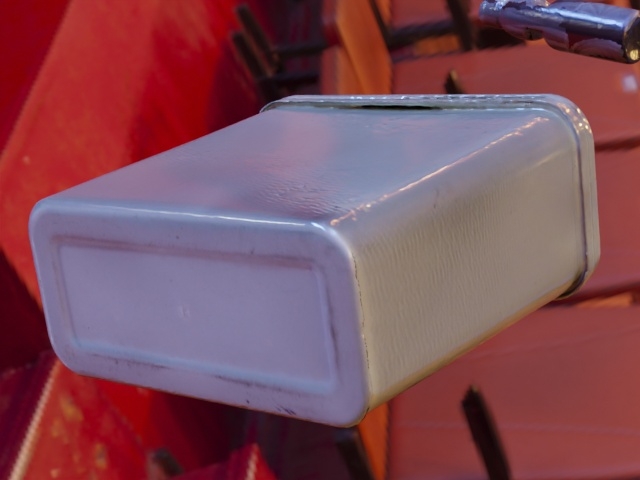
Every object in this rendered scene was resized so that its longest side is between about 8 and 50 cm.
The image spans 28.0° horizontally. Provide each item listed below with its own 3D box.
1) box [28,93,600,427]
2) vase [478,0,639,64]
[{"bbox_3d":[0.000,0.000,1.073,0.343,0.351,0.177,-28,116,-48],"label":"box"},{"bbox_3d":[0.262,-0.242,1.427,0.060,0.211,0.060,-21,120,-41],"label":"vase"}]
